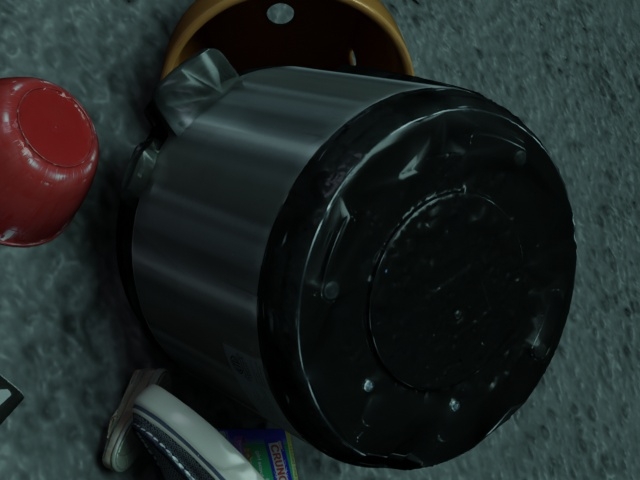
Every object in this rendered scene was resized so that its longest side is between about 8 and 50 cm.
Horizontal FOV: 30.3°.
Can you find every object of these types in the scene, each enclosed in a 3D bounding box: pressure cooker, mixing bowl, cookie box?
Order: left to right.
[{"bbox_3d":[-0.290,-0.094,1.182,0.181,0.098,0.181,26,52,-38],"label":"mixing bowl"},{"bbox_3d":[-0.076,0.250,1.267,0.107,0.040,0.091,9,62,-46],"label":"cookie box"},{"bbox_3d":[-0.005,0.002,1.204,0.376,0.420,0.369,3,98,-37],"label":"pressure cooker"}]

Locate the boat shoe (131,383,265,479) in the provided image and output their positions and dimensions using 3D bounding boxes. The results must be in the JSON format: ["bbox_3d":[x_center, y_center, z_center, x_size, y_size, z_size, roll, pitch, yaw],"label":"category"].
[{"bbox_3d":[-0.099,0.309,1.131,0.158,0.127,0.340,-42,94,-19],"label":"boat shoe"}]

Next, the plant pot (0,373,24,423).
[{"bbox_3d":[-0.379,0.138,0.901,0.187,0.188,0.167,45,55,-22],"label":"plant pot"}]

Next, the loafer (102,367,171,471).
[{"bbox_3d":[-0.192,0.179,1.189,0.125,0.039,0.045,-63,151,-42],"label":"loafer"}]

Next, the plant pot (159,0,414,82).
[{"bbox_3d":[-0.042,-0.224,1.407,0.291,0.291,0.203,35,31,-30],"label":"plant pot"}]
